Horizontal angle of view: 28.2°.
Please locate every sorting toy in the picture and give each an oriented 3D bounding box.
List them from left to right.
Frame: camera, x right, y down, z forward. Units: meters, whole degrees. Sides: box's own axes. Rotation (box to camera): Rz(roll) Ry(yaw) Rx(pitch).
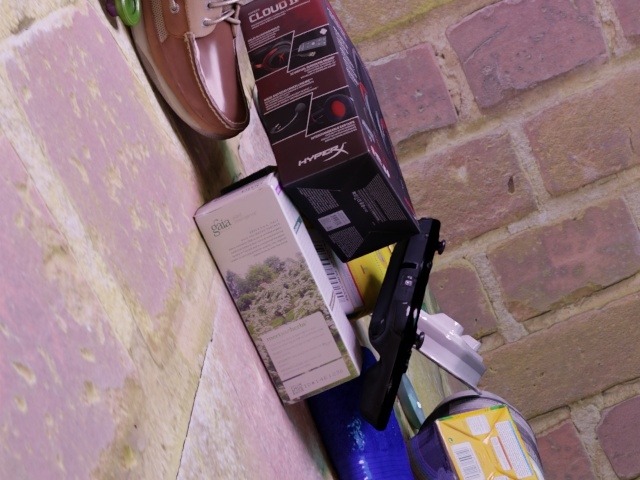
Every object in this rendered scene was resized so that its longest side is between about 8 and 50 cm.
[{"bbox_3d":[-0.228,-0.279,1.372,0.061,0.042,0.102,-73,154,-54],"label":"sorting toy"}]

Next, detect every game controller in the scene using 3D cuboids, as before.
[{"bbox_3d":[0.101,0.093,1.526,0.319,0.067,0.166,-64,161,-65],"label":"game controller"}]

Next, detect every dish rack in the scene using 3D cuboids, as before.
[{"bbox_3d":[0.137,0.121,1.974,0.285,0.072,0.333,36,0,19],"label":"dish rack"}]

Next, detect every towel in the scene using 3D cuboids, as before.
[{"bbox_3d":[0.066,0.265,1.576,0.227,0.076,0.308,40,28,-74],"label":"towel"}]

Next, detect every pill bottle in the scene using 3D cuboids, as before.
[{"bbox_3d":[0.245,0.359,2.001,0.361,0.204,0.204,-46,112,-81],"label":"pill bottle"}]

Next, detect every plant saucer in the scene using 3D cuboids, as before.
[{"bbox_3d":[0.161,0.292,2.290,0.119,0.021,0.119,-23,90,-82],"label":"plant saucer"}]

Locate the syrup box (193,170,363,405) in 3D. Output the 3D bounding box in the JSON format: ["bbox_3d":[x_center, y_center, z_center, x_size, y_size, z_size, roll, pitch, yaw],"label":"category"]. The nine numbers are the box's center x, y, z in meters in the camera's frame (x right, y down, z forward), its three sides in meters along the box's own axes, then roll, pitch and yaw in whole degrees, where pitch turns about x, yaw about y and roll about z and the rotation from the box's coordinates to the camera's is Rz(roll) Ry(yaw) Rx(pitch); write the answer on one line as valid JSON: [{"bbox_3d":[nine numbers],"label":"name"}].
[{"bbox_3d":[-0.043,0.051,1.408,0.096,0.093,0.237,-67,132,-78],"label":"syrup box"}]

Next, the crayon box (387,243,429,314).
[{"bbox_3d":[0.117,0.030,2.527,0.323,0.083,0.203,55,14,-51],"label":"crayon box"}]

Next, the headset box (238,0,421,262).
[{"bbox_3d":[0.007,-0.154,1.531,0.218,0.110,0.293,52,19,-58],"label":"headset box"}]

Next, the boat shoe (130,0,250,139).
[{"bbox_3d":[-0.147,-0.273,1.445,0.123,0.116,0.324,-28,98,-60],"label":"boat shoe"}]

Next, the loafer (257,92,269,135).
[{"bbox_3d":[-0.066,-0.187,2.095,0.061,0.062,0.170,110,-35,-69],"label":"loafer"}]

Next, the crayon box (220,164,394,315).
[{"bbox_3d":[0.006,0.010,1.657,0.318,0.081,0.202,-4,70,-67],"label":"crayon box"}]

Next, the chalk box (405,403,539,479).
[{"bbox_3d":[0.170,0.329,1.709,0.132,0.213,0.132,-6,64,-34],"label":"chalk box"}]
